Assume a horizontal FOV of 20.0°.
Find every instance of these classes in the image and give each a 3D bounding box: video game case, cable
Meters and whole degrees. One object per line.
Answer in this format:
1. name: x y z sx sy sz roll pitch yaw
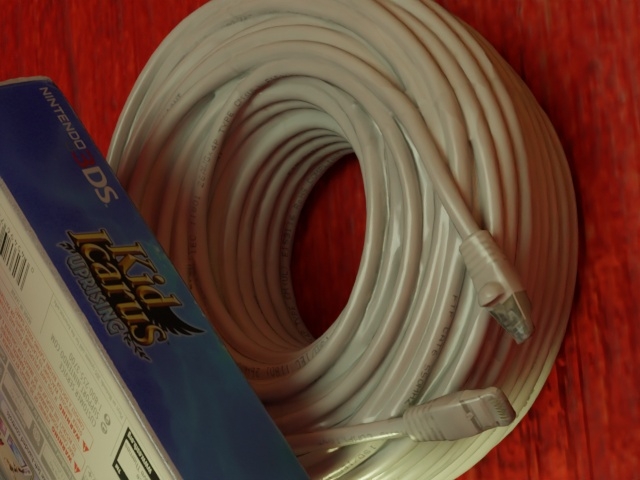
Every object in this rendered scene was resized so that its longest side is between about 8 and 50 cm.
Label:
1. video game case: -0.114 0.102 0.854 0.269 0.061 0.244 56 142 26
2. cable: 0.000 0.000 0.852 0.257 0.089 0.257 -28 65 38
